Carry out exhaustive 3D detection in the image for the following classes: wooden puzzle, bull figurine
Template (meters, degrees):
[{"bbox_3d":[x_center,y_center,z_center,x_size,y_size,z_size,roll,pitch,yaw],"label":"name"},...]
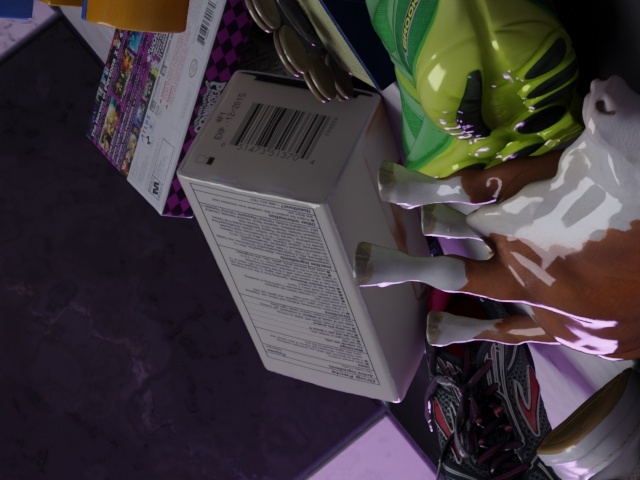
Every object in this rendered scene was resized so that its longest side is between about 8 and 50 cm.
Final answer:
[{"bbox_3d":[-0.254,-0.236,1.628,0.348,0.322,0.080,21,107,60],"label":"wooden puzzle"},{"bbox_3d":[0.129,0.002,0.985,0.188,0.101,0.310,3,163,16],"label":"bull figurine"}]

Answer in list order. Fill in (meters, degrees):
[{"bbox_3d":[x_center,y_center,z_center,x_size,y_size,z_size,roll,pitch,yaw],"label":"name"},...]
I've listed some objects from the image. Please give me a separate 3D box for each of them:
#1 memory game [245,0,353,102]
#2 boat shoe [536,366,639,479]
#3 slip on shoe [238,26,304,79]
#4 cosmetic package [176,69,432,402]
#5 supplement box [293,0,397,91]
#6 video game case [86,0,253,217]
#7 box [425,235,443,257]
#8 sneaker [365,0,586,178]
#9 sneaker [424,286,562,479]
[{"bbox_3d":[-0.024,-0.179,1.312,0.186,0.012,0.186,52,-157,-33],"label":"memory game"},{"bbox_3d":[0.235,0.167,1.461,0.096,0.098,0.277,50,-177,10],"label":"boat shoe"},{"bbox_3d":[-0.075,-0.152,1.841,0.101,0.123,0.331,22,-165,-43],"label":"slip on shoe"},{"bbox_3d":[0.000,0.000,1.656,0.153,0.129,0.296,12,146,24],"label":"cosmetic package"},{"bbox_3d":[0.026,-0.157,1.261,0.083,0.056,0.083,55,173,-26],"label":"supplement box"},{"bbox_3d":[-0.146,-0.167,1.786,0.042,0.232,0.210,7,-160,-32],"label":"video game case"},{"bbox_3d":[0.085,0.014,1.824,0.062,0.052,0.083,47,173,30],"label":"box"},{"bbox_3d":[0.086,-0.108,1.031,0.295,0.109,0.123,82,170,-79],"label":"sneaker"},{"bbox_3d":[0.143,0.159,1.639,0.299,0.121,0.112,-105,-9,-45],"label":"sneaker"}]
